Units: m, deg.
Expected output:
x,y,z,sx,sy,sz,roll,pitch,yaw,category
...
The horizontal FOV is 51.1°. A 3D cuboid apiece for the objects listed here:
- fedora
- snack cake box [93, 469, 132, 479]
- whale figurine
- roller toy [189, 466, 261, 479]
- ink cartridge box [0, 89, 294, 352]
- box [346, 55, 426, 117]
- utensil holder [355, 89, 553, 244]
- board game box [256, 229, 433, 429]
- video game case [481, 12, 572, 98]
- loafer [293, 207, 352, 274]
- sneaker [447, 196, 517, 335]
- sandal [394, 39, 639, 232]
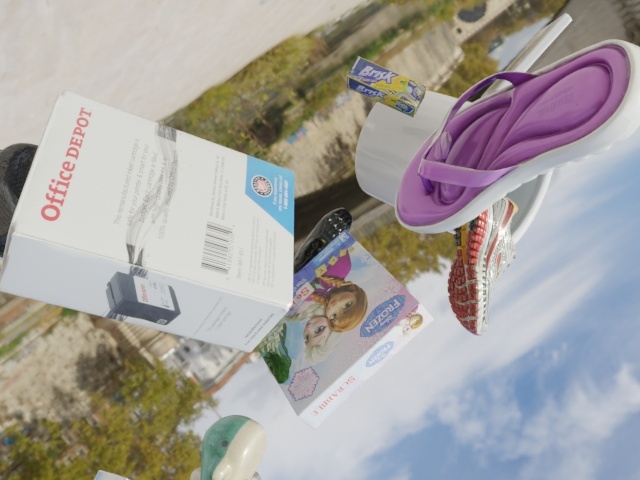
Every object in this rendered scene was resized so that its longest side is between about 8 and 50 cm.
x,y,z,sx,sy,sz,roll,pitch,yaw,category
-0.613,-0.082,1.374,0.152,0.334,0.334,-45,-179,42,fedora
-0.343,0.532,1.089,0.089,0.152,0.264,-4,-126,41,snack cake box
-0.243,0.554,1.628,0.272,0.141,0.216,-63,163,-10,whale figurine
-0.257,0.688,1.780,0.191,0.146,0.209,6,174,-8,roller toy
-0.195,-0.018,0.812,0.129,0.307,0.223,-50,-150,44,ink cartridge box
0.143,-0.337,1.469,0.059,0.168,0.054,-62,170,-14,box
0.323,-0.185,1.646,0.385,0.328,0.327,25,-127,33,utensil holder
0.021,0.169,1.389,0.318,0.066,0.318,-43,-141,-1,board game box
0.409,-0.360,1.347,0.190,0.022,0.173,-48,-178,8,video game case
0.000,0.000,1.617,0.078,0.076,0.223,-30,-164,52,loafer
0.257,0.037,1.024,0.092,0.225,0.088,3,-170,-18,sneaker
0.206,-0.136,0.839,0.416,0.102,0.170,-31,-133,53,sandal
